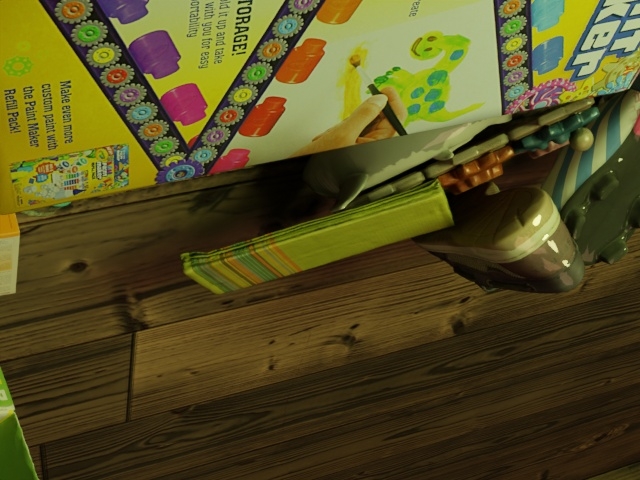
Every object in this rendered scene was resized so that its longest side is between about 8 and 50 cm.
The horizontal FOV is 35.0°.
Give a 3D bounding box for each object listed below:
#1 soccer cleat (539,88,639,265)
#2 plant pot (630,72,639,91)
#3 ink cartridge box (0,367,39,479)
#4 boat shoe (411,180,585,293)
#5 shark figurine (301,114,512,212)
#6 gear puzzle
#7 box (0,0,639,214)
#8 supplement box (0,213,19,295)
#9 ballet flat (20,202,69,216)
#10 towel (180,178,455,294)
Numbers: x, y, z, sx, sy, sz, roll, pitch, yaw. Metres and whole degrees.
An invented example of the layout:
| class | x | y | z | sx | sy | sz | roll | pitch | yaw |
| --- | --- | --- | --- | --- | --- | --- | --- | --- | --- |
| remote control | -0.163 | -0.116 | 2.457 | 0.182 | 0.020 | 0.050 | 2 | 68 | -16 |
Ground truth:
| class | x | y | z | sx | sy | sz | roll | pitch | yaw |
| --- | --- | --- | --- | --- | --- | --- | --- | --- | --- |
| soccer cleat | 0.319 | -0.126 | 1.006 | 0.116 | 0.143 | 0.331 | 36 | 99 | -27 |
| plant pot | 0.291 | -0.201 | 0.691 | 0.290 | 0.195 | 0.290 | -19 | 144 | -14 |
| ink cartridge box | -0.353 | 0.192 | 0.875 | 0.189 | 0.255 | 0.097 | -35 | 159 | 22 |
| boat shoe | 0.167 | 0.004 | 0.982 | 0.103 | 0.092 | 0.285 | -38 | -171 | -8 |
| shark figurine | 0.078 | -0.116 | 0.842 | 0.278 | 0.116 | 0.166 | -25 | -173 | 21 |
| gear puzzle | 0.102 | -0.044 | 0.957 | 0.339 | 0.044 | 0.175 | -24 | 179 | 10 |
| box | -0.026 | -0.198 | 0.403 | 0.279 | 0.290 | 0.177 | -13 | 150 | -19 |
| supplement box | -0.287 | 0.010 | 0.849 | 0.062 | 0.036 | 0.098 | -9 | 149 | -25 |
| ballet flat | -0.242 | -0.123 | 0.584 | 0.123 | 0.123 | 0.348 | -22 | 154 | -2 |
| towel | 0.000 | 0.000 | 0.911 | 0.237 | 0.021 | 0.102 | -17 | 163 | 8 |
